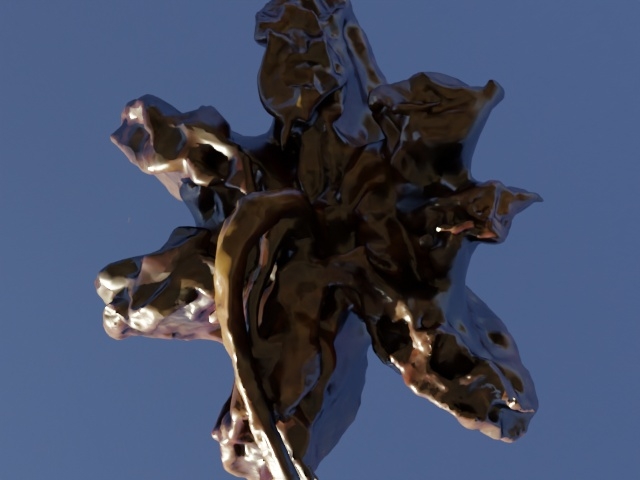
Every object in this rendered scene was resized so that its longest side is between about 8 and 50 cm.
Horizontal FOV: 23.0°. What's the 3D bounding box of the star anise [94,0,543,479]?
[{"bbox_3d":[0.000,0.000,0.652,0.190,0.126,0.220,-42,-110,-1],"label":"star anise"}]
